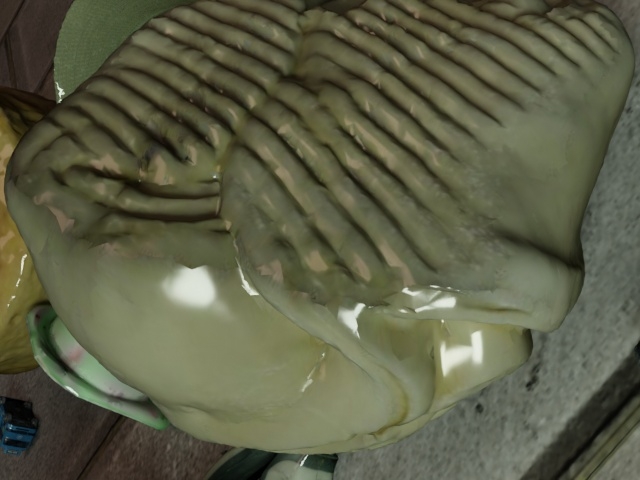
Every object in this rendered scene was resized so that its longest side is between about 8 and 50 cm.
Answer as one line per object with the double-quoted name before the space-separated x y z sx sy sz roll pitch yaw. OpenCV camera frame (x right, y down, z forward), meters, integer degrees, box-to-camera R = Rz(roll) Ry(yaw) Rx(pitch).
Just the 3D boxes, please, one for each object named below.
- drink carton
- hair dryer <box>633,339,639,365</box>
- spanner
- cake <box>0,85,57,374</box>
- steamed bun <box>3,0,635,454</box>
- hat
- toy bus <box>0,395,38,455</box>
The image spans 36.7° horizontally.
"drink carton" -0.171 0.064 0.895 0.142 0.144 0.146 -51 35 12
"hair dryer" 0.211 -0.035 0.492 0.173 0.050 0.195 -46 33 27
"spanner" -0.036 0.170 0.717 0.325 0.040 0.096 -51 36 25
"cake" -0.344 -0.011 1.086 0.332 0.321 0.332 0 89 26
"steamed bun" 0.007 -0.013 0.581 0.309 0.219 0.324 12 46 20
"hat" -0.109 -0.156 0.923 0.257 0.257 0.130 -50 3 24
"toy bus" -0.373 0.223 1.173 0.083 0.038 0.046 34 103 59
